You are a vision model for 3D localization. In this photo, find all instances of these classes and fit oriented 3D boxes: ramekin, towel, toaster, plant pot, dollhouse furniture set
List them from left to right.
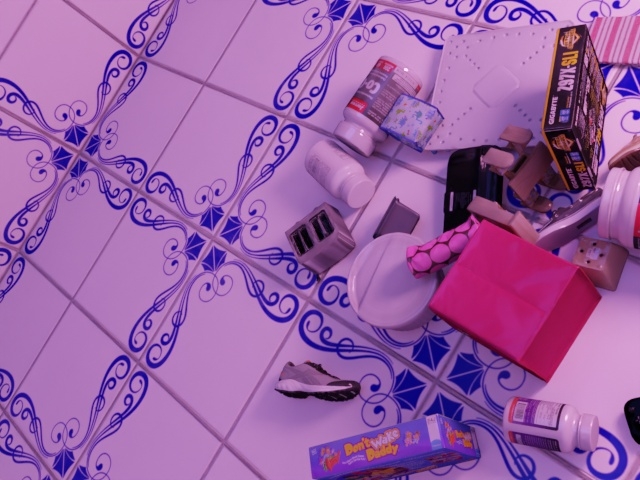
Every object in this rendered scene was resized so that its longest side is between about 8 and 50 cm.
[{"bbox_3d":[0.000,0.000,2.149,0.168,0.110,0.185,-37,54,16],"label":"toaster"},{"bbox_3d":[0.217,0.123,1.936,0.273,0.127,0.272,-14,63,28],"label":"ramekin"},{"bbox_3d":[0.512,-0.127,1.762,0.242,0.212,0.161,-53,35,-3],"label":"dollhouse furniture set"},{"bbox_3d":[0.659,0.045,1.693,0.109,0.096,0.109,16,79,38],"label":"plant pot"},{"bbox_3d":[0.811,-0.534,1.898,0.197,0.029,0.144,14,78,40],"label":"towel"}]

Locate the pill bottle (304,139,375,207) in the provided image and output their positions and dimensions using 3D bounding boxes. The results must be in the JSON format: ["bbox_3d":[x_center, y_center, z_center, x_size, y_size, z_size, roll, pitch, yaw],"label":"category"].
[{"bbox_3d":[0.062,-0.203,2.184,0.131,0.131,0.229,-48,52,6],"label":"pill bottle"}]

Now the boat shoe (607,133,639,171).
[{"bbox_3d":[0.795,-0.233,1.755,0.190,0.068,0.072,-28,43,9],"label":"boat shoe"}]

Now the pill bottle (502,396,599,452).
[{"bbox_3d":[0.523,0.421,1.607,0.193,0.108,0.108,2,71,34],"label":"pill bottle"}]

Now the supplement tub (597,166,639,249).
[{"bbox_3d":[0.783,-0.063,1.583,0.272,0.191,0.191,12,77,31],"label":"supplement tub"}]

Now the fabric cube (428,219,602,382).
[{"bbox_3d":[0.463,0.148,1.680,0.258,0.254,0.259,32,88,37],"label":"fabric cube"}]

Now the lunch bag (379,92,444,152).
[{"bbox_3d":[0.264,-0.349,2.072,0.151,0.096,0.129,33,90,29],"label":"lunch bag"}]

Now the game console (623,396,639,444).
[{"bbox_3d":[0.830,0.362,1.469,0.361,0.044,0.213,-20,59,26],"label":"game console"}]

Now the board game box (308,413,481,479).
[{"bbox_3d":[0.181,0.516,1.716,0.347,0.233,0.078,-22,59,24],"label":"board game box"}]

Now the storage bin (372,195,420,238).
[{"bbox_3d":[0.223,-0.043,2.039,0.091,0.098,0.135,30,86,11],"label":"storage bin"}]

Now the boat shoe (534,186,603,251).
[{"bbox_3d":[0.622,-0.057,1.779,0.228,0.080,0.076,-36,44,16],"label":"boat shoe"}]

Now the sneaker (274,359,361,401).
[{"bbox_3d":[-0.009,0.391,1.989,0.272,0.100,0.108,-1,63,34],"label":"sneaker"}]

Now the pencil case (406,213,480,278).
[{"bbox_3d":[0.314,0.014,1.786,0.209,0.095,0.098,-27,50,18],"label":"pencil case"}]

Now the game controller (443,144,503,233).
[{"bbox_3d":[0.415,-0.107,1.936,0.166,0.067,0.319,-6,73,46],"label":"game controller"}]

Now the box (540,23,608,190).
[{"bbox_3d":[0.633,-0.326,1.746,0.079,0.257,0.322,0,61,33],"label":"box"}]

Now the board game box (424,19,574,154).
[{"bbox_3d":[0.513,-0.432,2.036,0.390,0.050,0.390,2,70,35],"label":"board game box"}]

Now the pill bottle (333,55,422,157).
[{"bbox_3d":[0.172,-0.410,2.183,0.161,0.161,0.283,35,91,39],"label":"pill bottle"}]
